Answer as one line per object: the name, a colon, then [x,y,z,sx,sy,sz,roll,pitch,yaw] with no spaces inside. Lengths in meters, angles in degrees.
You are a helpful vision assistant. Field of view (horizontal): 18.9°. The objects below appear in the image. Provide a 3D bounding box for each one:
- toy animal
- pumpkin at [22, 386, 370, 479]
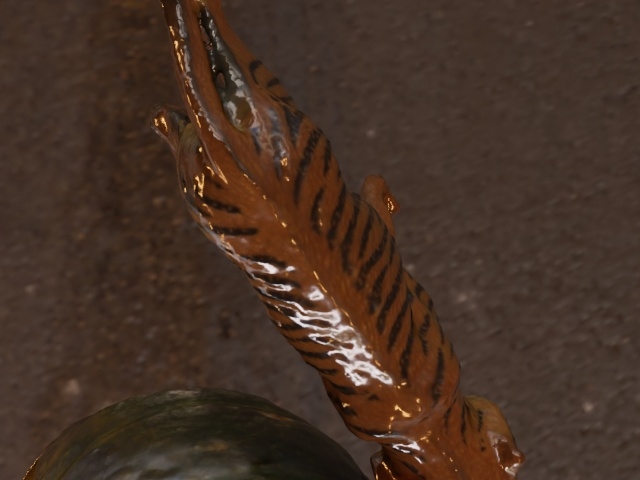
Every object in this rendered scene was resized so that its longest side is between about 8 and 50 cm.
toy animal: [0.000,0.000,0.608,0.241,0.057,0.099,57,-178,-34]
pumpkin: [-0.045,0.174,0.720,0.238,0.159,0.238,-167,90,-74]
